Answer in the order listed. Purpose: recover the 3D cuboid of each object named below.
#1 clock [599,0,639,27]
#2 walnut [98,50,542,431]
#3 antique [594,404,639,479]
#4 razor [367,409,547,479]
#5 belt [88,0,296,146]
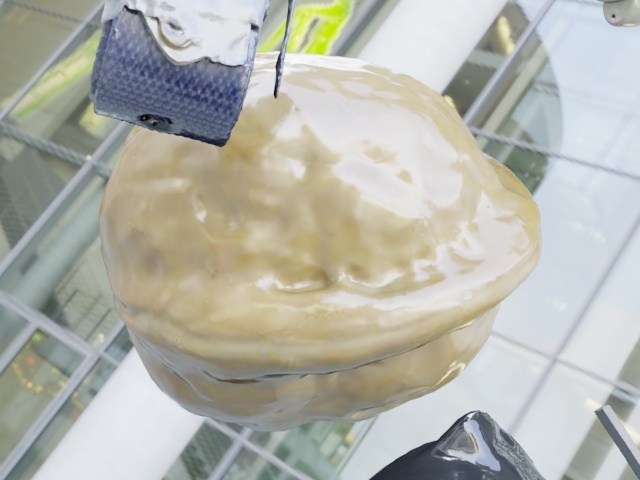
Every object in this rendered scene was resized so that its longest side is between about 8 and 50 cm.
[{"bbox_3d":[0.548,-0.543,1.690,0.284,0.114,0.309,63,-36,31],"label":"clock"},{"bbox_3d":[-0.012,0.007,0.925,0.383,0.383,0.383,32,-18,12],"label":"walnut"},{"bbox_3d":[0.452,0.318,1.415,0.192,0.015,0.031,57,-18,4],"label":"antique"},{"bbox_3d":[-0.013,0.185,0.384,0.113,0.204,0.349,47,21,16],"label":"razor"},{"bbox_3d":[-0.078,-0.178,0.700,0.126,0.230,0.139,15,-24,-11],"label":"belt"}]
